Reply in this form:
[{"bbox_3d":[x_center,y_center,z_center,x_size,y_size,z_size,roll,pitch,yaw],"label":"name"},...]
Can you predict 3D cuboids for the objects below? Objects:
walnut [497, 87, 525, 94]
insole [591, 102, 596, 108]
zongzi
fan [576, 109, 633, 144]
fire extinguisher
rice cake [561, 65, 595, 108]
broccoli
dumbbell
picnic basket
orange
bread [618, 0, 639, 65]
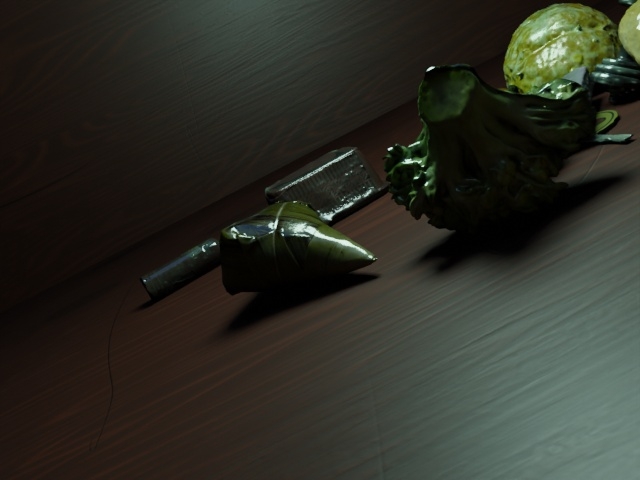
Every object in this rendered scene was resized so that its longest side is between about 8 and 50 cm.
[{"bbox_3d":[0.295,-0.175,1.155,0.167,0.167,0.207,-37,16,-37],"label":"walnut"},{"bbox_3d":[0.451,-0.234,1.390,0.247,0.011,0.081,-19,13,38],"label":"insole"},{"bbox_3d":[0.000,0.000,1.198,0.299,0.145,0.274,-3,17,24],"label":"zongzi"},{"bbox_3d":[0.449,-0.183,1.203,0.229,0.011,0.335,-29,13,-8],"label":"fan"},{"bbox_3d":[-0.321,0.058,1.681,0.267,0.072,0.089,-31,7,-16],"label":"fire extinguisher"},{"bbox_3d":[0.480,-0.260,1.268,0.072,0.056,0.365,-29,12,32],"label":"rice cake"},{"bbox_3d":[0.229,-0.142,0.949,0.248,0.245,0.288,34,93,36],"label":"broccoli"},{"bbox_3d":[0.589,-0.390,1.260,0.110,0.255,0.110,8,17,-2],"label":"dumbbell"},{"bbox_3d":[-0.001,-0.116,1.589,0.296,0.129,0.222,-31,15,-9],"label":"picnic basket"},{"bbox_3d":[0.562,-0.446,1.576,0.270,0.210,0.369,-21,17,18],"label":"orange"},{"bbox_3d":[0.628,-0.354,1.102,0.244,0.134,0.244,4,38,-3],"label":"bread"}]
